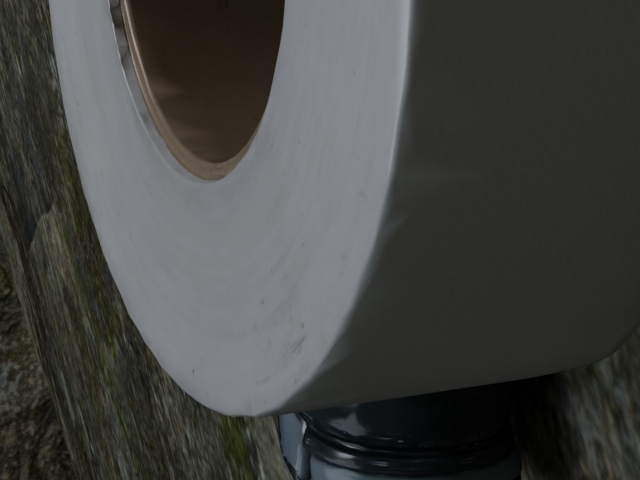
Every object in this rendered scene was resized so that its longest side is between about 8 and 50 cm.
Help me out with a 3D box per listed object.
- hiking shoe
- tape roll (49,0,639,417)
[{"bbox_3d":[0.000,0.000,0.778,0.304,0.113,0.132,37,128,56],"label":"hiking shoe"},{"bbox_3d":[0.005,-0.095,0.532,0.286,0.100,0.286,173,90,-67],"label":"tape roll"}]
